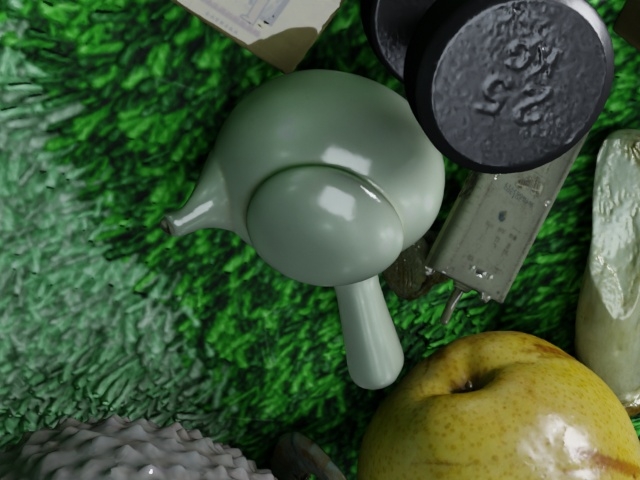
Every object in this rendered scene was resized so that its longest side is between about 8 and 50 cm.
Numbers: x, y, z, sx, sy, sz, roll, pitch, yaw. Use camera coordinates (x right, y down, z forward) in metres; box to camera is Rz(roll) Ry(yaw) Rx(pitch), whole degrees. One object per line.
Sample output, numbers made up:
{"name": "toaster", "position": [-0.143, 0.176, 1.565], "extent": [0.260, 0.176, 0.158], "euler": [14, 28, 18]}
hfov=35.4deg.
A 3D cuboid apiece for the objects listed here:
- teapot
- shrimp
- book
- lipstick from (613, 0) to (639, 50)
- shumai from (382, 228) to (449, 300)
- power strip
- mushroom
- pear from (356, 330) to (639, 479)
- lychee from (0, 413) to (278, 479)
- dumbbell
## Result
{"name": "teapot", "position": [0.033, -0.009, 0.912], "extent": [0.220, 0.149, 0.318], "euler": [-25, 129, 35]}
{"name": "shrimp", "position": [-0.004, 0.309, 1.123], "extent": [0.035, 0.148, 0.195], "euler": [-27, 137, -40]}
{"name": "book", "position": [-0.023, -0.268, 0.830], "extent": [0.161, 0.026, 0.231], "euler": [30, 109, -25]}
{"name": "lipstick", "position": [0.318, -0.178, 0.897], "extent": [0.045, 0.145, 0.045], "euler": [12, 116, -19]}
{"name": "shumai", "position": [0.109, 0.012, 1.021], "extent": [0.080, 0.082, 0.083], "euler": [-27, 112, -43]}
{"name": "power strip", "position": [0.178, -0.038, 0.966], "extent": [0.092, 0.034, 0.267], "euler": [25, 92, -26]}
{"name": "mushroom", "position": [0.316, 0.048, 1.061], "extent": [0.087, 0.107, 0.333], "euler": [6, 126, 21]}
{"name": "pear", "position": [0.188, 0.249, 1.040], "extent": [0.315, 0.314, 0.314], "euler": [-6, 121, -10]}
{"name": "lychee", "position": [-0.184, 0.352, 0.959], "extent": [0.432, 0.380, 0.380], "euler": [1, 122, -37]}
{"name": "dumbbell", "position": [0.126, -0.164, 0.817], "extent": [0.153, 0.218, 0.152], "euler": [-5, 121, -9]}
